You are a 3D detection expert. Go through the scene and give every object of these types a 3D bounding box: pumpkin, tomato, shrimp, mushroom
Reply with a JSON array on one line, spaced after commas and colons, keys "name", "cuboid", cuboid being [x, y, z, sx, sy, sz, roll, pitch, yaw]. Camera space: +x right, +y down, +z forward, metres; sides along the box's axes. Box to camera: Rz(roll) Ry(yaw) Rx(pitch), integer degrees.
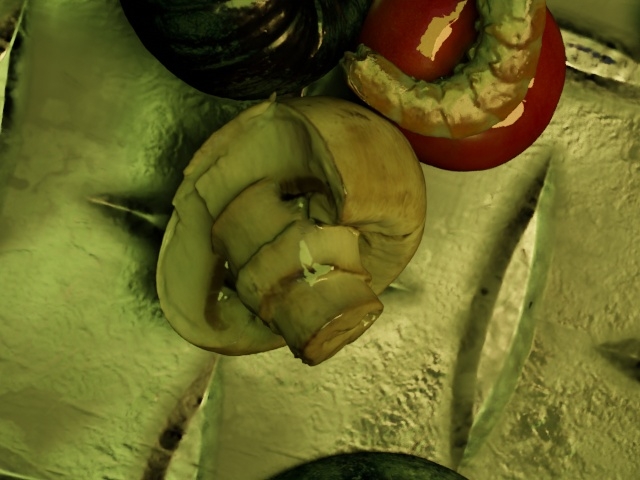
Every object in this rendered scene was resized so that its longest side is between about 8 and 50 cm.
[{"name": "pumpkin", "cuboid": [-0.036, -0.235, 1.597, 0.248, 0.248, 0.248, -2, 96, -16]}, {"name": "tomato", "cuboid": [0.117, -0.157, 1.722, 0.195, 0.136, 0.195, -3, 99, -16]}, {"name": "shrimp", "cuboid": [0.101, -0.165, 1.622, 0.166, 0.049, 0.161, 10, 101, -15]}, {"name": "mushroom", "cuboid": [0.000, 0.000, 1.661, 0.189, 0.254, 0.195, -9, 56, -44]}]

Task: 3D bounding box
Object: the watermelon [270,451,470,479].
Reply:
[{"name": "watermelon", "cuboid": [0.040, 0.317, 1.753, 0.318, 0.148, 0.226, -14, 107, -13]}]
